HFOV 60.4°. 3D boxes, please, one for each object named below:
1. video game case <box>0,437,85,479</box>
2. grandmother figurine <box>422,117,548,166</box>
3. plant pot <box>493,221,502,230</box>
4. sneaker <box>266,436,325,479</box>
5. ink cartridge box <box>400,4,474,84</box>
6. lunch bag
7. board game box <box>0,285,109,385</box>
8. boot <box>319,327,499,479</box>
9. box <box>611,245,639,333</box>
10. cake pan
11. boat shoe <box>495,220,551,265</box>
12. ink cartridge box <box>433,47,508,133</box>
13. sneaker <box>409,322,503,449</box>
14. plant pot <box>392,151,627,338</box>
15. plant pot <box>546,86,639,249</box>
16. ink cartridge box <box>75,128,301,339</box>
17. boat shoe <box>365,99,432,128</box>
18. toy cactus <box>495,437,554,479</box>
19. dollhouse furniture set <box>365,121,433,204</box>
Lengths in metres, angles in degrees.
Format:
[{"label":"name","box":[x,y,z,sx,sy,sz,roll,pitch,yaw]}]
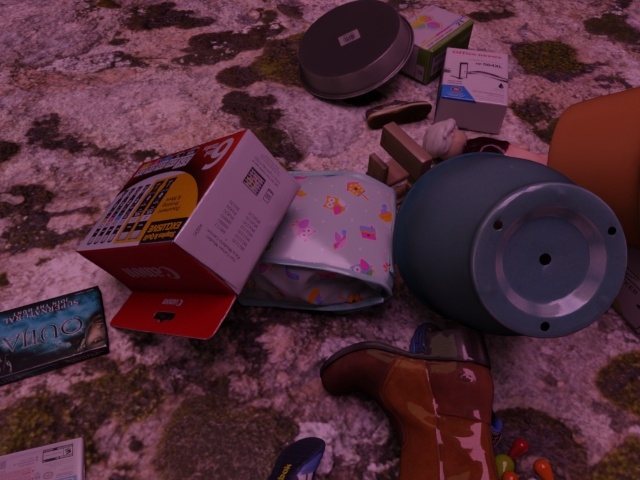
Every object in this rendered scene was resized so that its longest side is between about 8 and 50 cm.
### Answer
[{"label":"video game case","box":[-0.395,0.350,0.726,0.158,0.019,0.143,-11,52,-11]},{"label":"grandmother figurine","box":[0.367,-0.160,1.108,0.343,0.103,0.208,23,19,21]},{"label":"plant pot","box":[0.272,0.039,0.932,0.095,0.134,0.134,-41,61,-9]},{"label":"sneaker","box":[-0.036,0.325,0.734,0.053,0.059,0.144,-5,25,36]},{"label":"ink cartridge box","box":[0.225,-0.524,1.401,0.255,0.097,0.189,35,59,24]},{"label":"lunch bag","box":[0.000,0.000,0.931,0.263,0.160,0.223,3,50,9]},{"label":"board game box","box":[-0.442,0.152,0.882,0.186,0.026,0.126,-16,52,-14]},{"label":"boot","box":[0.110,0.274,0.720,0.264,0.096,0.280,-13,58,25]},{"label":"box","box":[0.617,0.025,0.962,0.290,0.087,0.169,-21,54,-18]},{"label":"cake pan","box":[0.074,-0.465,1.308,0.294,0.054,0.292,-11,58,18]},{"label":"boat shoe","box":[0.364,-0.004,0.970,0.096,0.117,0.324,-46,54,9]},{"label":"ink cartridge box","box":[0.348,-0.349,1.266,0.149,0.085,0.203,9,52,7]},{"label":"sneaker","box":[0.201,0.207,0.794,0.083,0.087,0.221,1,45,-27]},{"label":"plant pot","box":[0.255,0.013,0.741,0.272,0.271,0.255,-2,7,-3]},{"label":"plant pot","box":[0.493,-0.118,0.863,0.204,0.290,0.291,11,46,41]},{"label":"ink cartridge box","box":[-0.224,-0.005,0.836,0.310,0.130,0.271,-5,49,45]},{"label":"boat shoe","box":[0.175,-0.294,1.238,0.153,0.056,0.049,-13,57,-11]},{"label":"toy cactus","box":[0.258,0.377,0.679,0.181,0.112,0.218,-31,58,-1]},{"label":"dollhouse furniture set","box":[0.187,-0.162,1.069,0.123,0.151,0.144,-27,58,-21]}]
